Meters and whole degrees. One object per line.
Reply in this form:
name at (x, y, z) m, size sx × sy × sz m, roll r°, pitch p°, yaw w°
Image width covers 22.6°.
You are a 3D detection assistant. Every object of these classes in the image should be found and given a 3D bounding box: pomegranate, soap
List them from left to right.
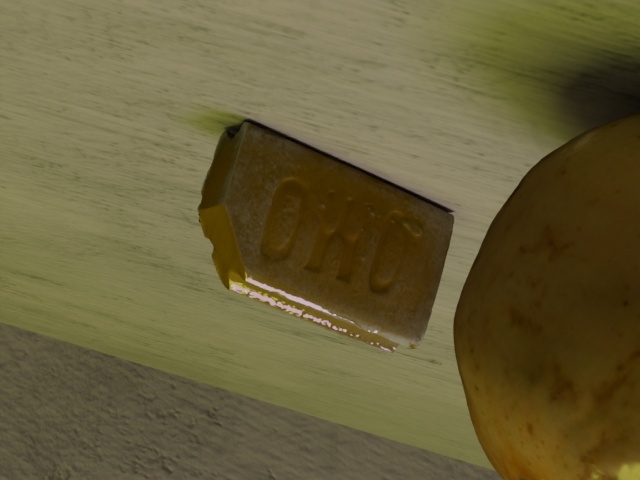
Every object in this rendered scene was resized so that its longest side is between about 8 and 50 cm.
soap at (0.000, 0.000, 1.464) m, size 0.232 × 0.140 × 0.073 m, roll 23°, pitch 162°, yaw -24°
pomegranate at (0.268, 0.070, 1.093) m, size 0.342 × 0.342 × 0.342 m, roll 16°, pitch 166°, yaw 4°
